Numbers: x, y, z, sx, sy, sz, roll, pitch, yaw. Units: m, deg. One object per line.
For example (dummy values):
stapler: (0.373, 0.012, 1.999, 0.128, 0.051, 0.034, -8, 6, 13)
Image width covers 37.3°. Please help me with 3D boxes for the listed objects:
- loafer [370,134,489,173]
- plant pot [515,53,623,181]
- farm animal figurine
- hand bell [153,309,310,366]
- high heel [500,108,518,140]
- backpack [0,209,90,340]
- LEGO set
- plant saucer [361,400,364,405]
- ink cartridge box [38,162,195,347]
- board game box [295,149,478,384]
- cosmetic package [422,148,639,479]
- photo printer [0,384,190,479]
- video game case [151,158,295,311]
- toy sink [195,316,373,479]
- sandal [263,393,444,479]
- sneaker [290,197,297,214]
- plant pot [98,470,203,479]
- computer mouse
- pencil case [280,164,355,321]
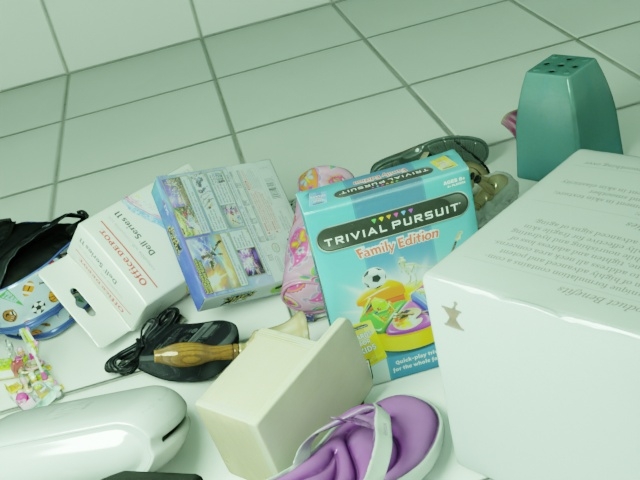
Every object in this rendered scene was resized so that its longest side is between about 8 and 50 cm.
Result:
loafer: (0.237, -0.185, 2.109, 0.267, 0.096, 0.084, -14, 23, 3)
plant pot: (0.510, -0.256, 1.966, 0.165, 0.234, 0.165, 18, 41, 43)
farm animal figurine: (0.206, -0.017, 1.729, 0.327, 0.172, 0.330, -56, 29, 10)
hand bell: (-0.146, 0.180, 1.524, 0.241, 0.126, 0.126, -1, 27, -12)
high heel: (0.533, -0.275, 2.179, 0.244, 0.082, 0.117, -20, 56, -37)
backpack: (-0.585, 0.079, 1.874, 0.276, 0.213, 0.263, -5, 23, 33)
LEGO set: (-0.572, 0.220, 1.719, 0.286, 0.107, 0.132, 11, 37, 37)
plant saucer: (0.029, 0.265, 1.478, 0.083, 0.015, 0.083, -11, 29, 6)
ink cartridge box: (-0.332, 0.024, 1.810, 0.353, 0.207, 0.119, -36, -9, -39)
board game box: (0.123, 0.054, 1.478, 0.253, 0.336, 0.079, -16, 29, -3)
cosmetic package: (0.397, 0.119, 1.257, 0.329, 0.328, 0.393, 17, 40, 43)
photo printer: (-0.350, 0.300, 1.408, 0.307, 0.107, 0.256, -11, 3, 4)
video game case: (-0.162, -0.016, 1.798, 0.244, 0.061, 0.270, -11, 64, -30)
toy sink: (-0.051, 0.228, 1.411, 0.131, 0.153, 0.234, 11, 45, 38)
sandal: (0.034, 0.293, 1.282, 0.169, 0.102, 0.416, 14, 28, 36)
sneaker: (0.001, -0.073, 2.021, 0.106, 0.078, 0.234, -7, 27, 18)
plant pot: (-0.227, 0.395, 1.208, 0.187, 0.188, 0.167, -3, 17, 20)
computer mouse: (-0.236, 0.196, 1.670, 0.272, 0.072, 0.188, -3, 30, 44)
pencil case: (0.000, 0.000, 1.742, 0.124, 0.124, 0.284, -4, 54, 17)
